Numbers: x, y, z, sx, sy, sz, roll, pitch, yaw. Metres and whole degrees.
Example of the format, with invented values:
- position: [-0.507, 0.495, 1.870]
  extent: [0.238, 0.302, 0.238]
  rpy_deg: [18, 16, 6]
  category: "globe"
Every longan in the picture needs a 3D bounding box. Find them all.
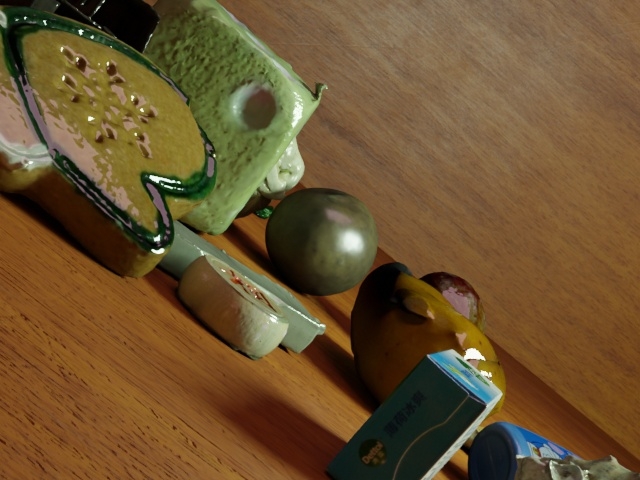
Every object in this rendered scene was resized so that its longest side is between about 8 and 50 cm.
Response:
- position: [0.000, 0.000, 1.993]
  extent: [0.167, 0.167, 0.187]
  rpy_deg: [42, 2, 18]
  category: "longan"

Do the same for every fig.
- position: [0.169, 0.167, 1.983]
  extent: [0.146, 0.170, 0.274]
  rpy_deg: [21, 30, -12]
  category: "fig"

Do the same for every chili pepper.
- position: [-0.121, -0.072, 2.432]
  extent: [0.118, 0.035, 0.055]
  rpy_deg: [32, 25, -33]
  category: "chili pepper"

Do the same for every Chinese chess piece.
- position: [-0.088, 0.066, 1.380]
  extent: [0.122, 0.051, 0.122]
  rpy_deg: [40, 6, -5]
  category: "Chinese chess piece"

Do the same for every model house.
- position: [-0.302, -0.207, 1.524]
  extent: [0.211, 0.204, 0.243]
  rpy_deg: [39, -12, -35]
  category: "model house"

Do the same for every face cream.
- position: [0.297, 0.317, 1.671]
  extent: [0.264, 0.083, 0.149]
  rpy_deg: [29, 36, -33]
  category: "face cream"

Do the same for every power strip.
- position: [-0.110, 0.038, 1.481]
  extent: [0.286, 0.048, 0.080]
  rpy_deg: [36, 4, -37]
  category: "power strip"

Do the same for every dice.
- position: [-0.161, -0.174, 1.798]
  extent: [0.250, 0.254, 0.252]
  rpy_deg: [37, 7, -6]
  category: "dice"

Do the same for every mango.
- position: [0.128, 0.145, 1.697]
  extent: [0.201, 0.152, 0.287]
  rpy_deg: [33, 6, -16]
  category: "mango"

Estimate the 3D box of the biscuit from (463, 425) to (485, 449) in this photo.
- position: [0.302, 0.345, 1.854]
  extent: [0.299, 0.045, 0.154]
  rpy_deg: [41, 6, 21]
  category: "biscuit"

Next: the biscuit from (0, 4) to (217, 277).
- position: [-0.218, -0.100, 1.294]
  extent: [0.344, 0.057, 0.287]
  rpy_deg: [13, 47, -50]
  category: "biscuit"

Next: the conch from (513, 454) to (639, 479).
- position: [0.314, 0.329, 1.437]
  extent: [0.291, 0.159, 0.210]
  rpy_deg: [41, 4, -14]
  category: "conch"

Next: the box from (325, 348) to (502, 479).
- position: [0.092, 0.175, 1.255]
  extent: [0.073, 0.139, 0.194]
  rpy_deg: [41, 5, 11]
  category: "box"

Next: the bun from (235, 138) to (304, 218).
- position: [-0.130, -0.127, 2.022]
  extent: [0.229, 0.229, 0.145]
  rpy_deg: [37, 36, -31]
  category: "bun"
